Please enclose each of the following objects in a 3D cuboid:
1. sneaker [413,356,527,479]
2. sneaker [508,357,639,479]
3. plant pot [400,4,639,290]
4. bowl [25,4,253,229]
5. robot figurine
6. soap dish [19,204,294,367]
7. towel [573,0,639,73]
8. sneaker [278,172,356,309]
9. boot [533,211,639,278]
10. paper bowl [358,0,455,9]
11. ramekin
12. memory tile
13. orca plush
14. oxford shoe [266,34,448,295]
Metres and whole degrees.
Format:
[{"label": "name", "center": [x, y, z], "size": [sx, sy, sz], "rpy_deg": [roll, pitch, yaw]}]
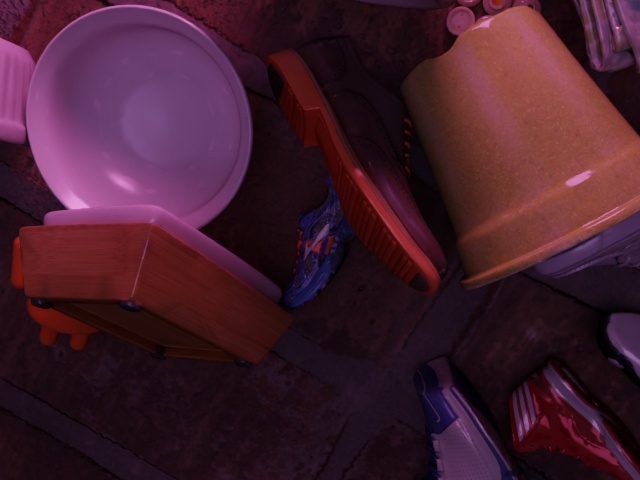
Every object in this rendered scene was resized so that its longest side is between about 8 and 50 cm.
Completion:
[{"label": "sneaker", "center": [0.189, 0.344, 0.956], "size": [0.182, 0.127, 0.315], "rpy_deg": [-29, 99, 12]}, {"label": "sneaker", "center": [0.354, 0.282, 0.950], "size": [0.128, 0.087, 0.221], "rpy_deg": [-42, 82, 24]}, {"label": "plant pot", "center": [0.230, -0.118, 0.788], "size": [0.276, 0.276, 0.254], "rpy_deg": [-29, 87, 14]}, {"label": "bowl", "center": [-0.221, -0.153, 0.899], "size": [0.298, 0.134, 0.298], "rpy_deg": [2, 103, 8]}, {"label": "robot figurine", "center": [-0.347, 0.047, 0.972], "size": [0.158, 0.128, 0.219], "rpy_deg": [24, 107, 18]}, {"label": "soap dish", "center": [-0.204, 0.068, 0.852], "size": [0.229, 0.291, 0.118], "rpy_deg": [-1, 64, 32]}, {"label": "towel", "center": [0.417, -0.390, 0.725], "size": [0.374, 0.090, 0.320], "rpy_deg": [-26, 100, -3]}, {"label": "sneaker", "center": [0.000, 0.000, 0.937], "size": [0.087, 0.083, 0.221], "rpy_deg": [33, 97, 7]}, {"label": "boot", "center": [0.409, 0.013, 0.854], "size": [0.258, 0.095, 0.123], "rpy_deg": [-28, 98, 9]}, {"label": "paper bowl", "center": [0.024, -0.354, 0.733], "size": [0.284, 0.284, 0.148], "rpy_deg": [14, 105, 5]}, {"label": "ramekin", "center": [-0.500, -0.211, 0.871], "size": [0.273, 0.273, 0.127], "rpy_deg": [12, 92, 6]}, {"label": "memory tile", "center": [0.231, -0.320, 0.850], "size": [0.113, 0.012, 0.148], "rpy_deg": [20, 106, 4]}, {"label": "orca plush", "center": [0.499, 0.180, 0.908], "size": [0.287, 0.102, 0.151], "rpy_deg": [10, 60, -3]}, {"label": "oxford shoe", "center": [0.072, -0.106, 0.831], "size": [0.133, 0.130, 0.363], "rpy_deg": [-28, 80, -12]}]
